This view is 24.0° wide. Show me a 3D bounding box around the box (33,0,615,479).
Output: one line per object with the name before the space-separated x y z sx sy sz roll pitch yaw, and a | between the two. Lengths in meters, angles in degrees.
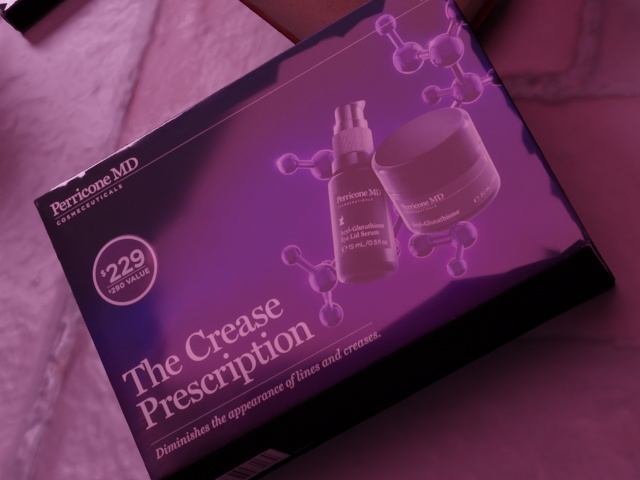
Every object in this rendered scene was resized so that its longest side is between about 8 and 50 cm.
box | 0.000 0.000 0.834 0.261 0.103 0.184 -30 67 9

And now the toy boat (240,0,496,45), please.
toy boat | -0.002 -0.196 0.963 0.231 0.151 0.151 38 80 -5

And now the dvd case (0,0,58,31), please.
dvd case | -0.220 -0.290 1.200 0.179 0.029 0.238 -39 51 2
